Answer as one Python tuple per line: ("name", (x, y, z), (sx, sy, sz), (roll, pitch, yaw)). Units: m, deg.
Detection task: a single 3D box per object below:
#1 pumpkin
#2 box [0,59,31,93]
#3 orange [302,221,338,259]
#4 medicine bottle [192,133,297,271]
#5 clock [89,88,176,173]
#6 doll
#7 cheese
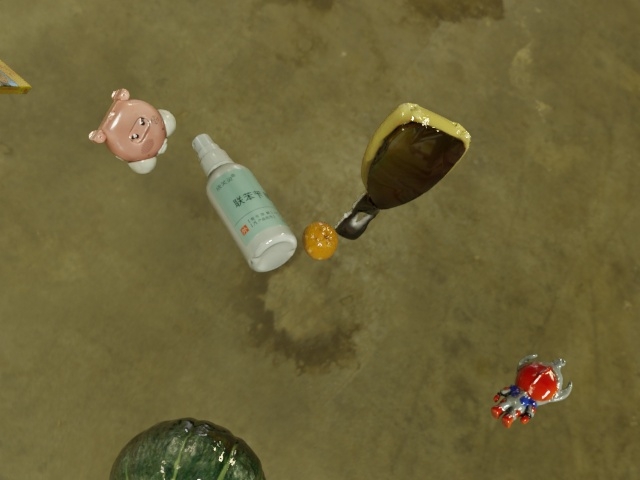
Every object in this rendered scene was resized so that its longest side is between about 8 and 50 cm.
("pumpkin", (-0.176, 0.335, 0.805), (0.212, 0.211, 0.152), (29, 40, -8))
("box", (-0.577, -0.286, 1.027), (0.087, 0.023, 0.155), (38, 14, -5))
("orange", (0.000, 0.000, 1.280), (0.083, 0.070, 0.083), (13, 64, -30))
("medicine bottle", (-0.178, -0.096, 1.258), (0.110, 0.110, 0.352), (-16, 57, -30))
("clock", (-0.429, -0.253, 1.396), (0.162, 0.093, 0.166), (30, 82, -33))
("doll", (0.420, 0.293, 1.181), (0.195, 0.104, 0.062), (-34, 118, -21))
("cheese", (0.065, -0.054, 0.570), (0.086, 0.162, 0.036), (15, 43, -26))
